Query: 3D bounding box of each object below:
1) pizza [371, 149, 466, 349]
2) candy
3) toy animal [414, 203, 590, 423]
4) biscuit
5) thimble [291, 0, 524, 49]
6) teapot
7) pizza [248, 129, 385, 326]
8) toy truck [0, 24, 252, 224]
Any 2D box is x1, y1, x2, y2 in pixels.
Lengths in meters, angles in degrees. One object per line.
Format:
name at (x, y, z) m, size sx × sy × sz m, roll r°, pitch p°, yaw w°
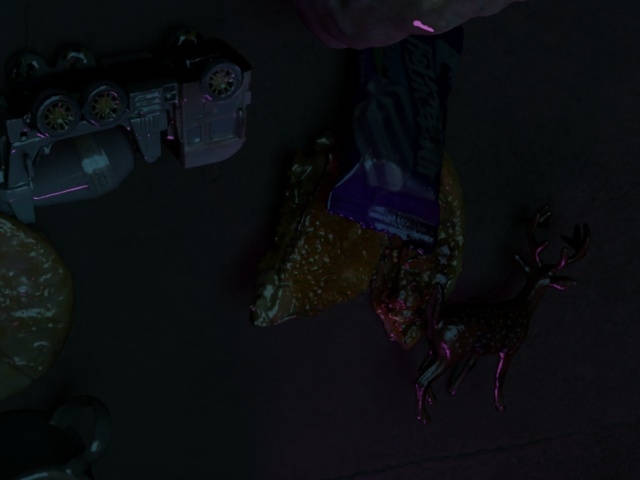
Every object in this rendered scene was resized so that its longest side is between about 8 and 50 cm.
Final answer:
pizza at (0.120, 0.009, 1.369) m, size 0.127 × 0.058 × 0.247 m, roll 11°, pitch 98°, yaw -32°
candy at (0.084, -0.131, 1.271) m, size 0.145 × 0.070 × 0.275 m, roll 17°, pitch 76°, yaw -32°
toy animal at (0.215, 0.091, 1.414) m, size 0.243 × 0.087 × 0.260 m, roll -9°, pitch 123°, yaw -50°
biscuit at (-0.337, 0.068, 1.114) m, size 0.219 × 0.033 × 0.220 m, roll -9°, pitch 120°, yaw -15°
thimble at (0.091, -0.310, 1.106) m, size 0.291 × 0.291 × 0.195 m, roll -28°, pitch 112°, yaw -20°
teapot at (-0.278, 0.260, 1.164) m, size 0.162 × 0.149 × 0.239 m, roll 33°, pitch 88°, yaw -32°
pizza at (0.000, 0.000, 1.290) m, size 0.147 × 0.069 × 0.226 m, roll 22°, pitch 85°, yaw -35°
toy truck at (-0.194, -0.108, 1.126) m, size 0.256 × 0.108 × 0.140 m, roll -15°, pitch 125°, yaw -24°
